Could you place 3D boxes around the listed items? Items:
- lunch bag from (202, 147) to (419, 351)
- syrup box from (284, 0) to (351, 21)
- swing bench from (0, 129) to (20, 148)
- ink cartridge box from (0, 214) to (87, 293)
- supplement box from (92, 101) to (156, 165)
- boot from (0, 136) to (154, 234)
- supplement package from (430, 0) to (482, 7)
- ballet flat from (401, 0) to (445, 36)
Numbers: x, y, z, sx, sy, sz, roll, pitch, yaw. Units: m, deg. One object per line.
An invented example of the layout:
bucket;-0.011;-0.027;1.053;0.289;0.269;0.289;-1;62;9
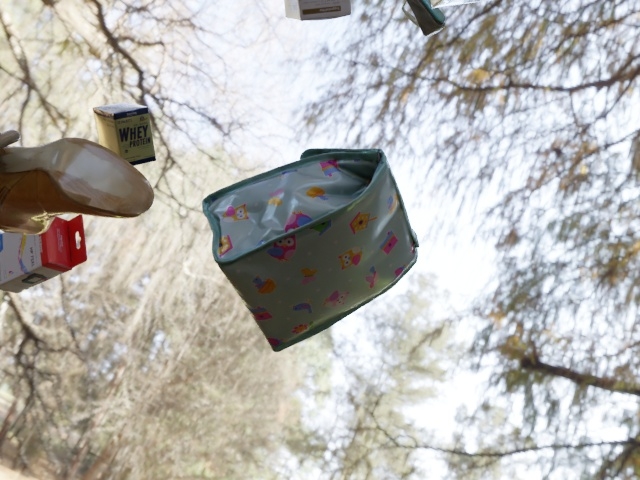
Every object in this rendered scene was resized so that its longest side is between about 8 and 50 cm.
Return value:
lunch bag;0.000;0.000;0.941;0.262;0.160;0.223;-25;-45;0
syrup box;-0.014;-0.492;1.125;0.093;0.096;0.236;-132;-147;-63
swing bench;-0.571;-0.115;0.837;0.253;0.254;0.165;-2;-49;16
ink cartridge box;-0.672;0.024;1.609;0.231;0.134;0.078;-23;-23;19
supplement box;-0.300;-0.163;1.033;0.083;0.056;0.083;22;-56;47
boot;-0.404;-0.065;1.017;0.295;0.104;0.211;20;-33;-10
supplement package;0.217;-0.387;0.894;0.105;0.105;0.179;-10;7;-10
ballet flat;0.191;-0.540;1.473;0.068;0.072;0.213;-27;-78;43
